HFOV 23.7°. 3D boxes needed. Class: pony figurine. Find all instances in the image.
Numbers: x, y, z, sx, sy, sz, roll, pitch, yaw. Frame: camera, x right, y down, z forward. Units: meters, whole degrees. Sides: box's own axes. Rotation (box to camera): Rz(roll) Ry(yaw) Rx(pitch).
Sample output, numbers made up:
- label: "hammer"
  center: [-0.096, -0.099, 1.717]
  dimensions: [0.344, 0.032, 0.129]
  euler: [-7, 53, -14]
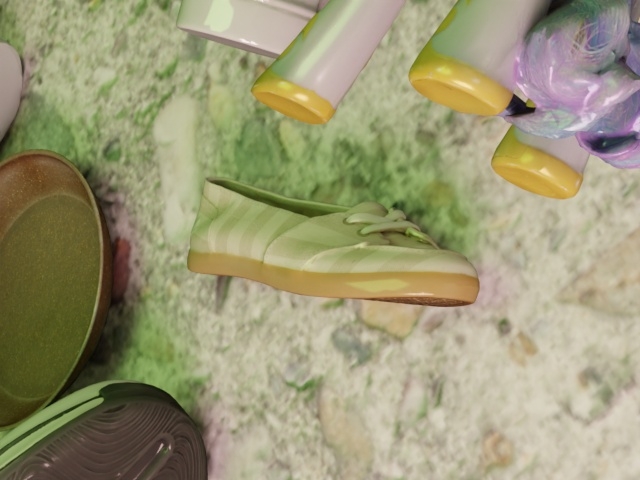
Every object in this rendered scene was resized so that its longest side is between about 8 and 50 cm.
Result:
- label: "pony figurine"
  center: [0.134, -0.206, 0.651]
  dimensions: [0.364, 0.302, 0.351]
  euler: [-65, 20, -6]

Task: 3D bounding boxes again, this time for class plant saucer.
- label: "plant saucer"
  center: [-0.203, 0.036, 1.067]
  dimensions: [0.198, 0.036, 0.199]
  euler: [-14, 70, 41]

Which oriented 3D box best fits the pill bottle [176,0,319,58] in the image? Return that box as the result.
- label: "pill bottle"
  center: [-0.021, -0.204, 0.895]
  dimensions: [0.112, 0.112, 0.187]
  euler: [19, 94, 43]

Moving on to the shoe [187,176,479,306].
- label: "shoe"
  center: [0.000, 0.000, 0.861]
  dimensions: [0.219, 0.076, 0.058]
  euler: [8, 93, 46]

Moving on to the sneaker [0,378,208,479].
- label: "sneaker"
  center: [-0.275, 0.206, 1.018]
  dimensions: [0.447, 0.169, 0.257]
  euler: [-46, 38, 11]

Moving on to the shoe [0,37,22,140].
- label: "shoe"
  center: [-0.287, -0.080, 1.152]
  dimensions: [0.081, 0.063, 0.178]
  euler: [33, 109, 36]
